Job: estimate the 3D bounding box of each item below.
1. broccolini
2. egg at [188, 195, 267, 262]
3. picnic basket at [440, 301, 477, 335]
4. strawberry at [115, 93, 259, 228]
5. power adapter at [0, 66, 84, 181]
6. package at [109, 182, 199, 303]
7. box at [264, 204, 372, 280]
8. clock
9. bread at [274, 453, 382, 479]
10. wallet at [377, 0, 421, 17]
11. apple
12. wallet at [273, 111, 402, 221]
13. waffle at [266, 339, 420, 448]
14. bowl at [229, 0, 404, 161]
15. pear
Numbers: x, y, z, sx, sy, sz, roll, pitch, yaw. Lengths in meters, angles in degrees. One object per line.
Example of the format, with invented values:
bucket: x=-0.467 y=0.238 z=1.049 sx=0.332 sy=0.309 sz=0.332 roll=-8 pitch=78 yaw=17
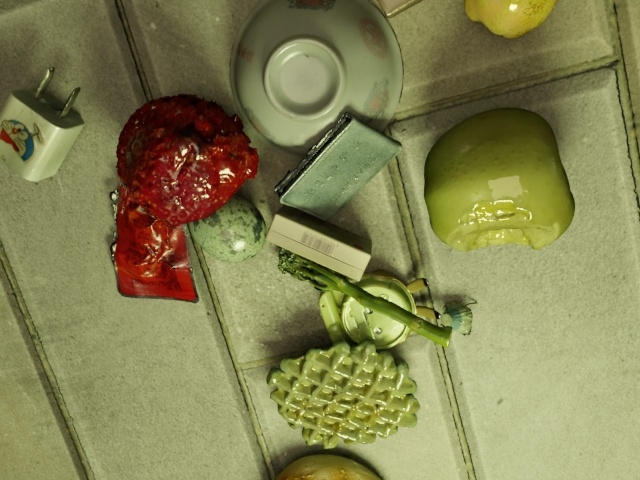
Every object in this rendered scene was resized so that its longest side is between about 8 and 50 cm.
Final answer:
broccolini: x=0.084 y=0.099 z=1.376 sx=0.391 sy=0.074 sz=0.079 roll=26 pitch=153 yaw=19
egg: x=-0.189 y=-0.028 z=1.407 sx=0.172 sy=0.132 sz=0.132 roll=27 pitch=108 yaw=12
picnic basket: x=0.284 y=0.160 z=1.436 sx=0.083 sy=0.083 sz=0.065 roll=-8 pitch=109 yaw=-36
strawberry: x=-0.251 y=-0.168 z=1.309 sx=0.273 sy=0.274 sz=0.220 roll=10 pitch=149 yaw=5
power adapter: x=-0.551 y=-0.240 z=1.398 sx=0.130 sy=0.125 sz=0.205 roll=35 pitch=108 yaw=-2
package: x=-0.356 y=0.010 z=1.476 sx=0.193 sy=0.071 sz=0.270 roll=9 pitch=111 yaw=20
box: x=0.000 y=0.000 z=1.384 sx=0.201 sy=0.141 sz=0.058 roll=23 pitch=102 yaw=-1
clock: x=0.122 y=0.144 z=1.444 sx=0.231 sy=0.069 sz=0.170 roll=-18 pitch=102 yaw=12
bread: x=0.023 y=0.620 z=1.548 sx=0.305 sy=0.159 sz=0.306 roll=2 pitch=105 yaw=8
wallet: x=0.162 y=-0.488 z=1.276 sx=0.152 sy=0.039 sz=0.118 roll=-27 pitch=103 yaw=16
apple: x=0.315 y=-0.103 z=1.254 sx=0.278 sy=0.279 sz=0.279 roll=2 pitch=106 yaw=7
wallet: x=0.033 y=-0.131 z=1.333 sx=0.222 sy=0.167 sz=0.036 roll=-43 pitch=51 yaw=23
waffle: x=0.048 y=0.328 z=1.476 sx=0.309 sy=0.056 sz=0.292 roll=-14 pitch=124 yaw=15
bowl: x=-0.020 y=-0.299 z=1.294 sx=0.345 sy=0.157 sz=0.346 roll=2 pitch=107 yaw=8
pear: x=0.329 y=-0.437 z=1.213 sx=0.177 sy=0.178 sz=0.178 roll=2 pitch=106 yaw=7
